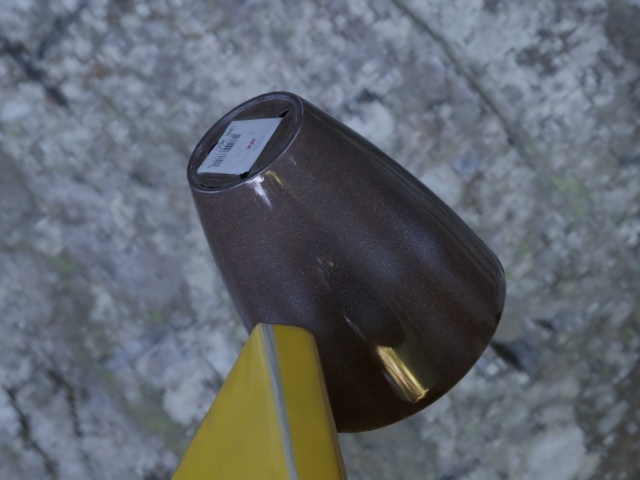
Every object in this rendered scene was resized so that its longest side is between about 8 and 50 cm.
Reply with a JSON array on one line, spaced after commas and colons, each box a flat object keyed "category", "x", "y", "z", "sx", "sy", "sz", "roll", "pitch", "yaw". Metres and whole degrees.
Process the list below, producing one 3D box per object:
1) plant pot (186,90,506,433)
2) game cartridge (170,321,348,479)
[{"category": "plant pot", "x": 0.000, "y": 0.000, "z": 1.107, "sx": 0.230, "sy": 0.215, "sz": 0.215, "roll": 51, "pitch": 175, "yaw": -34}, {"category": "game cartridge", "x": -0.047, "y": 0.258, "z": 0.823, "sx": 0.052, "sy": 0.285, "sz": 0.324, "roll": 11, "pitch": -142, "yaw": -24}]
